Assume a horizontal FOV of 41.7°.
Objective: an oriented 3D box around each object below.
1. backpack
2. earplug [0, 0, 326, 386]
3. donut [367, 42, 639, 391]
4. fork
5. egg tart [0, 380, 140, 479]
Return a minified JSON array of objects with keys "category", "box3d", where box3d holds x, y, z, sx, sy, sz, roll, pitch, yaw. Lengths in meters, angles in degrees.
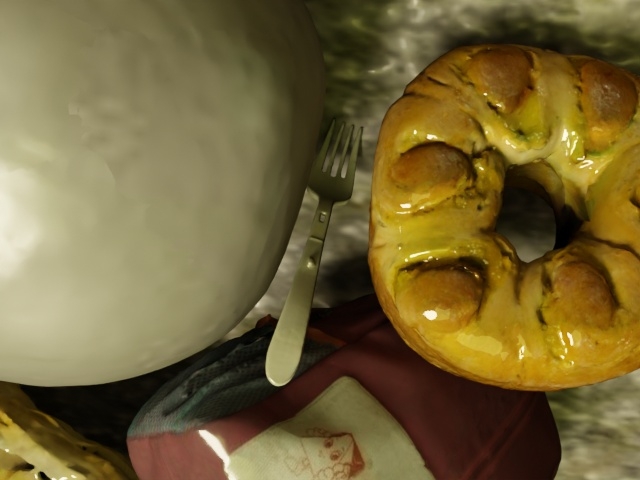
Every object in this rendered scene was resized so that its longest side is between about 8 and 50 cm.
[{"category":"backpack","box3d":[0.046,0.164,0.615,0.197,0.317,0.283,-17,101,45]},{"category":"earplug","box3d":[-0.199,-0.078,0.474,0.394,0.313,0.313,17,123,-4]},{"category":"donut","box3d":[0.133,-0.013,0.535,0.226,0.227,0.114,12,161,0]},{"category":"fork","box3d":[-0.002,0.004,0.564,0.034,0.219,0.028,21,141,-9]},{"category":"egg tart","box3d":[-0.216,0.260,0.702,0.387,0.169,0.388,27,148,19]}]
